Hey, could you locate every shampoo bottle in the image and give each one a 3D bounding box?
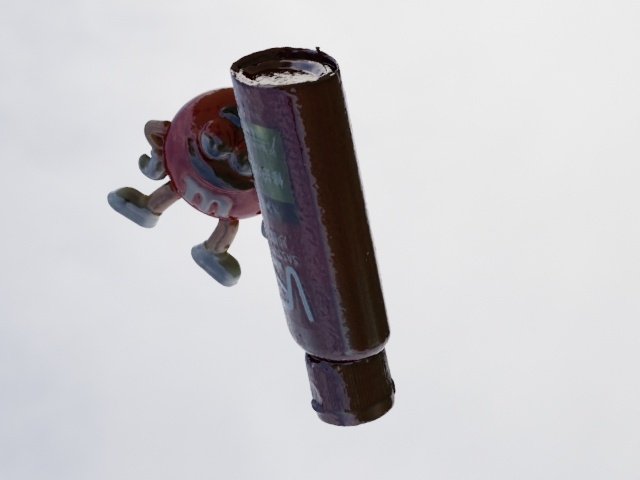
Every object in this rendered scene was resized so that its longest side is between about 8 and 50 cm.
[{"bbox_3d":[-0.001,0.000,1.504,0.076,0.118,0.314,-25,-63,-27],"label":"shampoo bottle"}]

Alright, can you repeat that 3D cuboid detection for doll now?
[{"bbox_3d":[-0.091,-0.062,1.789,0.183,0.217,0.085,36,-147,-8],"label":"doll"}]
